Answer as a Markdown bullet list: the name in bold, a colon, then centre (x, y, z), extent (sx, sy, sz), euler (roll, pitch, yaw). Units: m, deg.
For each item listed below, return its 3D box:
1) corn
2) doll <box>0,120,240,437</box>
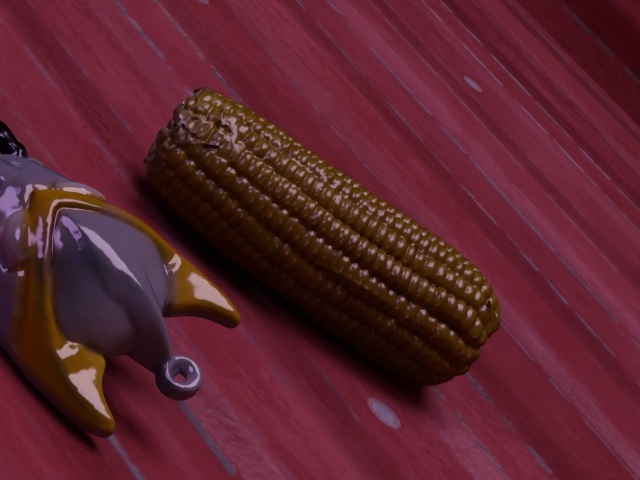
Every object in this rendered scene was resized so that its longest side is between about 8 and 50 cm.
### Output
- **corn**: centre (0.000, 0.000, 1.611), extent (0.344, 0.131, 0.131), euler (34, 20, -12)
- **doll**: centre (-0.198, -0.003, 1.285), extent (0.316, 0.103, 0.145), euler (39, 23, 12)
